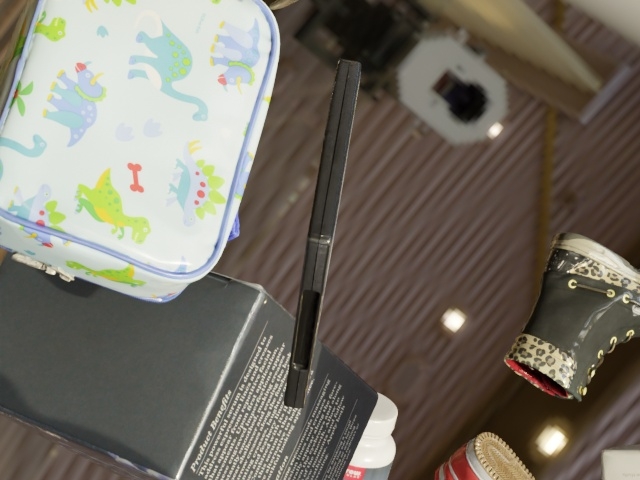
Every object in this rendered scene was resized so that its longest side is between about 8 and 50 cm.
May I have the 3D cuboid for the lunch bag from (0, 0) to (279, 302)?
[{"bbox_3d":[-0.126,-0.078,1.123,0.090,0.176,0.219,148,-41,-64],"label":"lunch bag"}]

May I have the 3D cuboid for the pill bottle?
[{"bbox_3d":[0.039,0.292,2.266,0.108,0.108,0.180,-120,-140,-58],"label":"pill bottle"}]

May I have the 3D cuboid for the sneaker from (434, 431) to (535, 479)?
[{"bbox_3d":[0.126,0.192,1.177,0.042,0.118,0.067,-31,174,-46],"label":"sneaker"}]

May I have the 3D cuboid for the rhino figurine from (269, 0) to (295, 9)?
[{"bbox_3d":[-0.013,-0.214,1.007,0.243,0.106,0.073,107,-25,-59],"label":"rhino figurine"}]

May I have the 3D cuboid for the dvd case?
[{"bbox_3d":[0.000,0.000,1.405,0.253,0.022,0.180,99,1,-54],"label":"dvd case"}]

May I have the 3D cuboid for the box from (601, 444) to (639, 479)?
[{"bbox_3d":[0.379,0.355,1.535,0.215,0.168,0.345,-3,-96,23],"label":"box"}]

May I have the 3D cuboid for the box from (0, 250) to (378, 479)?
[{"bbox_3d":[-0.155,0.161,1.855,0.293,0.395,0.212,19,-103,26],"label":"box"}]

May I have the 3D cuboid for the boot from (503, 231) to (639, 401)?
[{"bbox_3d":[0.338,0.119,2.007,0.179,0.236,0.085,-62,-170,-18],"label":"boot"}]
